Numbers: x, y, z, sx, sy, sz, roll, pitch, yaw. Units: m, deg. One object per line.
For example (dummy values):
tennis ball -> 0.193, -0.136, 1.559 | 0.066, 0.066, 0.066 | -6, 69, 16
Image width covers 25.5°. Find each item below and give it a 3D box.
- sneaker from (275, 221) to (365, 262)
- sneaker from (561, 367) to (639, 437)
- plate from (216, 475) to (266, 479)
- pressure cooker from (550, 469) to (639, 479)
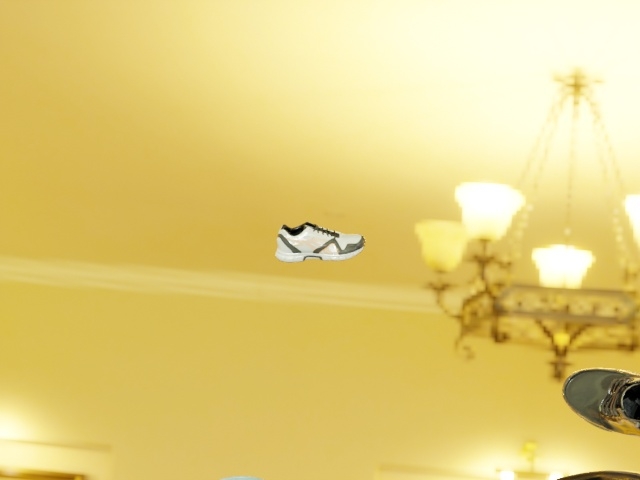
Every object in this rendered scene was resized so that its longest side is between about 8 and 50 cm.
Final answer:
sneaker -> 0.000, 0.000, 1.685 | 0.109, 0.044, 0.040 | -4, 22, -5
sneaker -> 0.368, 0.190, 1.725 | 0.222, 0.083, 0.118 | 15, -12, 47
plate -> -0.102, 0.379, 1.721 | 0.188, 0.188, 0.024 | 10, 9, -18
pressure cooker -> 0.187, 0.396, 1.140 | 0.370, 0.420, 0.375 | -1, -34, 10
